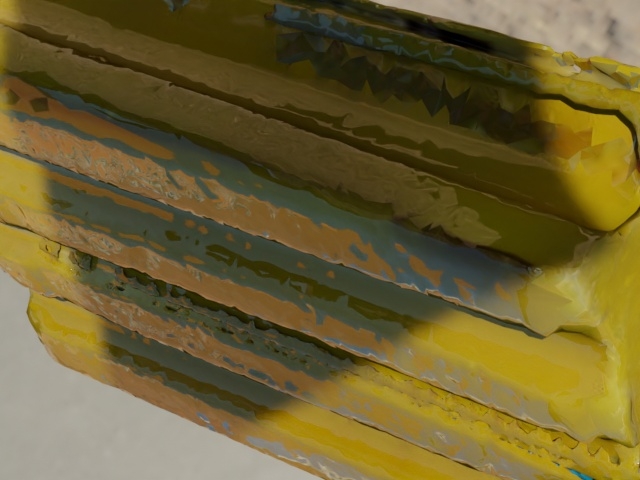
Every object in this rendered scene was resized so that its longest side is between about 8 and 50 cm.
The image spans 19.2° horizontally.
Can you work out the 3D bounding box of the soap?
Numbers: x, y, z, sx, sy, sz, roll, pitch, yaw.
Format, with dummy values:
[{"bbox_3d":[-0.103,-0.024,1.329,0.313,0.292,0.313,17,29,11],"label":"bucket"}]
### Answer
[{"bbox_3d":[0.000,0.000,0.692,0.324,0.096,0.204,20,148,34],"label":"soap"}]
